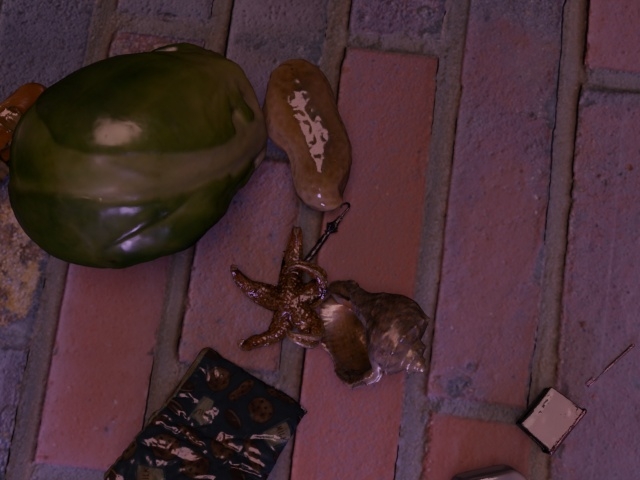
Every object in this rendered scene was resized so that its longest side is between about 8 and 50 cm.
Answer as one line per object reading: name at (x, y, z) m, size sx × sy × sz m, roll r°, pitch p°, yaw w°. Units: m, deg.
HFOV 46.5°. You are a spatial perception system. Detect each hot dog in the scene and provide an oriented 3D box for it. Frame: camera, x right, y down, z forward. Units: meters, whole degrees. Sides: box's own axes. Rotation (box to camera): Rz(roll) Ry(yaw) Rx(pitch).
hot dog at (-0.495, -0.141, 1.136) m, size 0.072 × 0.109 × 0.269 m, roll 43°, pitch 82°, yaw 4°

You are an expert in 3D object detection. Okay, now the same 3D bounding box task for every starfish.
starfish at (-0.061, 0.074, 1.113) m, size 0.147 × 0.074 × 0.189 m, roll 3°, pitch 80°, yaw 14°

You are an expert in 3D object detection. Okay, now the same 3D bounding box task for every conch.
conch at (0.068, 0.134, 1.079) m, size 0.207 × 0.130 × 0.155 m, roll 38°, pitch 78°, yaw 30°

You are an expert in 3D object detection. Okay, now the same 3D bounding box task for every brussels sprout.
brussels sprout at (-0.255, -0.118, 1.050) m, size 0.371 × 0.315 × 0.275 m, roll -24°, pitch 105°, yaw -8°

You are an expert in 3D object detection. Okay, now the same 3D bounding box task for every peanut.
peanut at (-0.020, -0.158, 1.138) m, size 0.120 × 0.110 × 0.236 m, roll -13°, pitch 88°, yaw -23°

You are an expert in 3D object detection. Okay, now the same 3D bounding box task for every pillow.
pillow at (-0.157, 0.288, 1.052) m, size 0.189 × 0.034 × 0.255 m, roll 30°, pitch 53°, yaw 10°

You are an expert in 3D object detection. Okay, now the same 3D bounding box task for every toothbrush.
toothbrush at (0.439, 0.188, 1.126) m, size 0.097 × 0.006 × 0.008 m, roll -39°, pitch 79°, yaw -5°

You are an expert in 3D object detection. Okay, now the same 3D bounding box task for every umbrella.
umbrella at (0.003, 0.001, 1.154) m, size 0.022 × 0.022 × 0.148 m, roll 26°, pitch 80°, yaw 47°

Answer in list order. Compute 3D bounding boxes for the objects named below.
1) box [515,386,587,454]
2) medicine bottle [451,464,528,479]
box at (0.337, 0.262, 1.093) m, size 0.063 × 0.060 × 0.084 m, roll 41°, pitch 84°, yaw 14°
medicine bottle at (0.254, 0.422, 1.062) m, size 0.119 × 0.069 × 0.183 m, roll -12°, pitch 80°, yaw -2°
